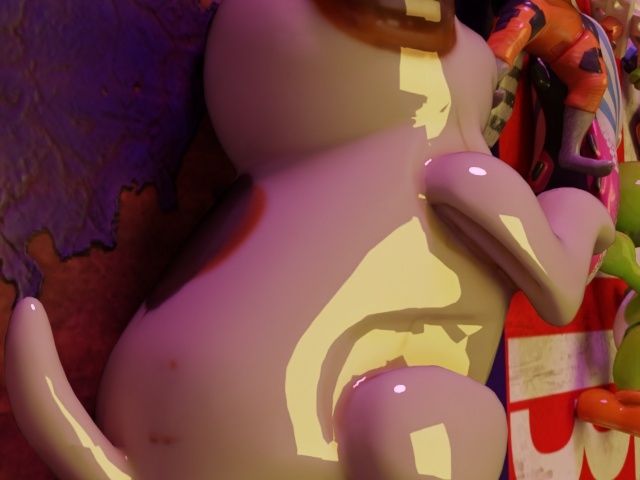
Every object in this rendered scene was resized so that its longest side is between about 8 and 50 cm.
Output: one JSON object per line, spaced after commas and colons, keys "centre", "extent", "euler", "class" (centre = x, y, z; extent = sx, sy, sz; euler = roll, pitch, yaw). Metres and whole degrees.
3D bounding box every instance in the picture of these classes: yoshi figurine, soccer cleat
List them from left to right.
{"centre": [0.296, -0.093, 1.380], "extent": [0.143, 0.116, 0.331], "euler": [22, 68, -54], "class": "soccer cleat"}
{"centre": [0.394, 0.054, 1.517], "extent": [0.203, 0.203, 0.362], "euler": [15, 88, -14], "class": "yoshi figurine"}

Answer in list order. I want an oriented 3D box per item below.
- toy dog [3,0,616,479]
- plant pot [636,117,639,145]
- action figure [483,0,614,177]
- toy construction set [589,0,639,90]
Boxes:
{"centre": [0.000, 0.000, 0.830], "extent": [0.395, 0.284, 0.408], "euler": [12, 76, -18], "class": "toy dog"}
{"centre": [0.624, -0.146, 1.777], "extent": [0.236, 0.267, 0.267], "euler": [-68, 141, -50], "class": "plant pot"}
{"centre": [0.176, -0.256, 1.229], "extent": [0.341, 0.178, 0.330], "euler": [17, 64, -27], "class": "action figure"}
{"centre": [0.497, -0.299, 1.602], "extent": [0.327, 0.215, 0.151], "euler": [-25, 75, -16], "class": "toy construction set"}
